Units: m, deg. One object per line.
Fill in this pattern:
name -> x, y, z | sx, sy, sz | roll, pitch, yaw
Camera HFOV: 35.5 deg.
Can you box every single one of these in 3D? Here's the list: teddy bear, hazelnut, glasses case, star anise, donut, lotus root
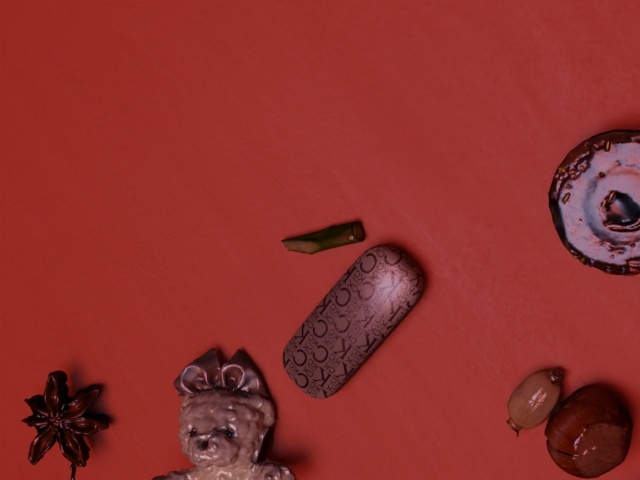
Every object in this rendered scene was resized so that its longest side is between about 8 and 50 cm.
teddy bear -> -0.210, 0.462, 1.954 | 0.327, 0.375, 0.362 | -3, 116, 17
hazelnut -> 0.446, 0.318, 1.668 | 0.143, 0.143, 0.154 | 28, 107, 20
glasses case -> 0.055, 0.155, 1.859 | 0.137, 0.085, 0.355 | 46, 119, 13
star anise -> -0.579, 0.402, 2.244 | 0.190, 0.126, 0.220 | 32, 94, -12
donut -> 0.475, -0.058, 1.571 | 0.216, 0.096, 0.230 | -39, 83, 33
lotus root -> 0.368, 0.281, 1.732 | 0.073, 0.062, 0.150 | 39, 116, 15

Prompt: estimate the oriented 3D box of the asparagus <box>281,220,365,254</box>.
asparagus -> 0.000, 0.000, 1.878 | 0.178, 0.041, 0.045 | -14, 87, 32
